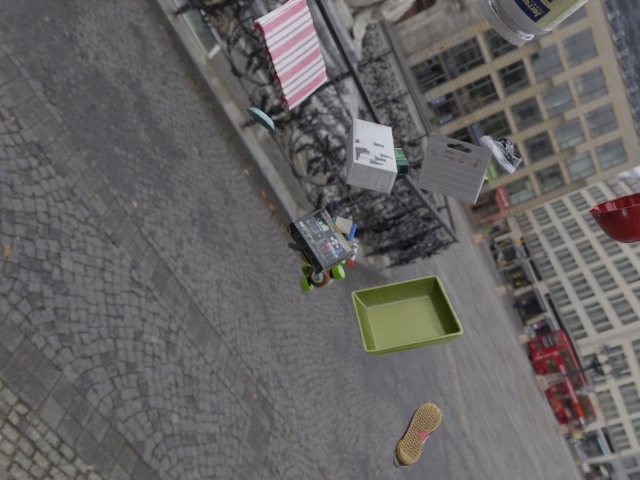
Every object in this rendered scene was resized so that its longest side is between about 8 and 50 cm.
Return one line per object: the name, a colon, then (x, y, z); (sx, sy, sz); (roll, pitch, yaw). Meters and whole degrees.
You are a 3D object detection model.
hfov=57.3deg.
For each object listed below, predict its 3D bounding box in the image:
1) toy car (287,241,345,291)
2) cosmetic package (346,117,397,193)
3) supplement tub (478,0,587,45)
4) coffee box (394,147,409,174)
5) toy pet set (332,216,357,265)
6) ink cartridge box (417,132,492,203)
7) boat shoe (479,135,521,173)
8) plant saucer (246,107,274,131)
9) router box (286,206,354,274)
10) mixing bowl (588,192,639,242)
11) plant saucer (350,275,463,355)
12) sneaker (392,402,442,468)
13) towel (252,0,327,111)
toy car: (-0.025, 0.061, 2.033); (0.188, 0.155, 0.148); (55, 24, -33)
cosmetic package: (0.112, -0.196, 1.315); (0.239, 0.099, 0.060); (-86, -167, -56)
supplement tub: (0.609, -0.703, 1.558); (0.236, 0.325, 0.235); (19, 54, -29)
coffee box: (0.239, -0.277, 2.044); (0.184, 0.113, 0.040); (-91, -179, -64)
toy pet set: (0.032, 0.002, 1.391); (0.065, 0.122, 0.114); (97, 11, -74)
ink cartridge box: (0.400, -0.223, 1.743); (0.232, 0.189, 0.066); (94, 19, -49)
boat shoe: (0.576, -0.284, 1.847); (0.229, 0.076, 0.080); (29, 18, -45)
plant saucer: (-0.199, -0.417, 1.999); (0.119, 0.021, 0.119); (37, -4, 3)
router box: (0.000, 0.000, 1.238); (0.092, 0.038, 0.122); (-26, 78, -34)
mixing bowl: (0.768, -0.052, 1.442); (0.181, 0.182, 0.098); (-32, 104, -74)
plant saucer: (0.167, 0.157, 1.166); (0.188, 0.189, 0.045); (-101, 179, -57)
sneaker: (0.235, 0.486, 1.467); (0.070, 0.084, 0.185); (40, 51, 11)
towel: (-0.057, -0.387, 1.216); (0.144, 0.029, 0.197); (-45, 133, -31)
